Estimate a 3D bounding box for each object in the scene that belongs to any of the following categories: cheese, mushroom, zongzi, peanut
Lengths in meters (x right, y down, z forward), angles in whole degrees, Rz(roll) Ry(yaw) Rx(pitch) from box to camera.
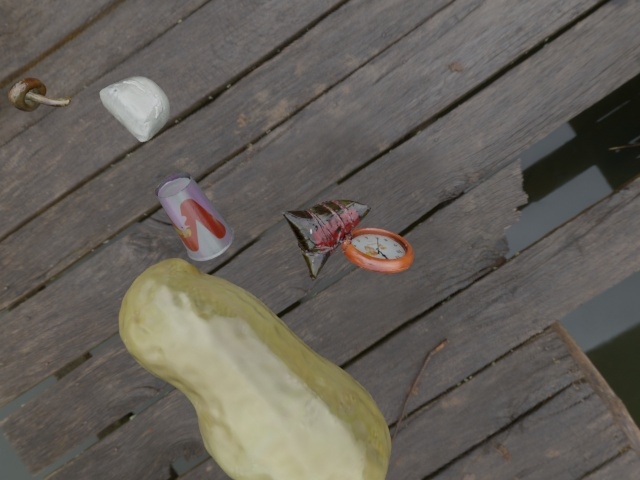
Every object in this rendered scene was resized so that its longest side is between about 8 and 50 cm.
[{"bbox_3d":[-0.592,-0.439,1.408,0.198,0.154,0.189,47,59,-13],"label":"cheese"},{"bbox_3d":[-0.676,-0.347,1.026,0.073,0.129,0.088,48,126,28],"label":"mushroom"},{"bbox_3d":[0.000,0.000,0.410,0.083,0.067,0.074,-18,109,-37],"label":"zongzi"},{"bbox_3d":[-0.070,0.150,0.430,0.318,0.147,0.148,39,93,-1],"label":"peanut"}]

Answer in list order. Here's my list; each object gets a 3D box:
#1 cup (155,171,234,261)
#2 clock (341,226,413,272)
[{"bbox_3d":[-0.458,-0.089,1.537,0.202,0.203,0.289,-18,132,4],"label":"cup"},{"bbox_3d":[0.159,0.027,1.198,0.205,0.205,0.051,10,121,4],"label":"clock"}]
